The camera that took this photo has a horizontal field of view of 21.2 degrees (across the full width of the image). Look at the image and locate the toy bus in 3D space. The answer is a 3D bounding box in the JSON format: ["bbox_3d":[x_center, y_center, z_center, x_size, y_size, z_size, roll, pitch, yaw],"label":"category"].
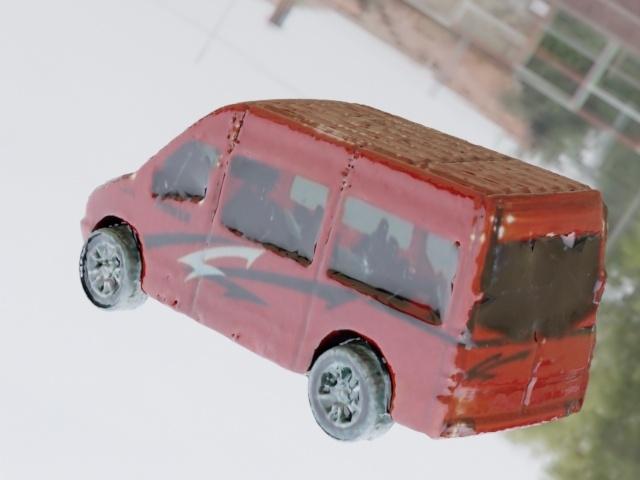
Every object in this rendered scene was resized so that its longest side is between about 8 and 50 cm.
[{"bbox_3d":[0.000,0.000,0.577,0.081,0.089,0.195,-4,-160,-44],"label":"toy bus"}]
